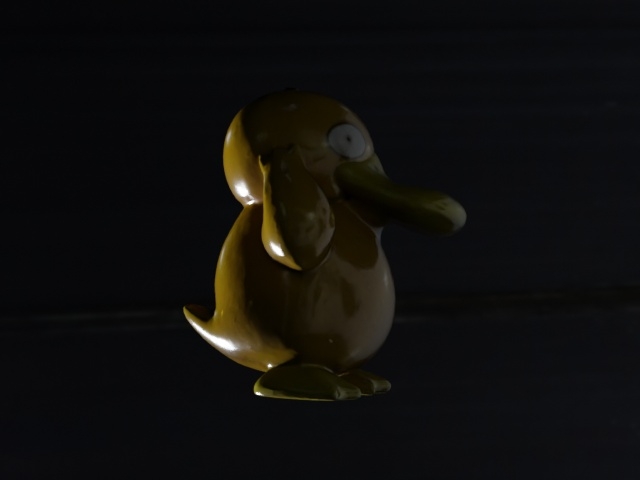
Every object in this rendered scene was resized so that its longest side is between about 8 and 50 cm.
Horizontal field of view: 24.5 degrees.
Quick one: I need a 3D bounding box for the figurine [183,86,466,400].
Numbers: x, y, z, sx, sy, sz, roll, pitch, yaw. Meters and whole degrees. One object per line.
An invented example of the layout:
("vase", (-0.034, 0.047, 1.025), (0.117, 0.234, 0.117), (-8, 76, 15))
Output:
("figurine", (-0.007, 0.007, 1.149), (0.228, 0.215, 0.215), (-65, 13, 2))
